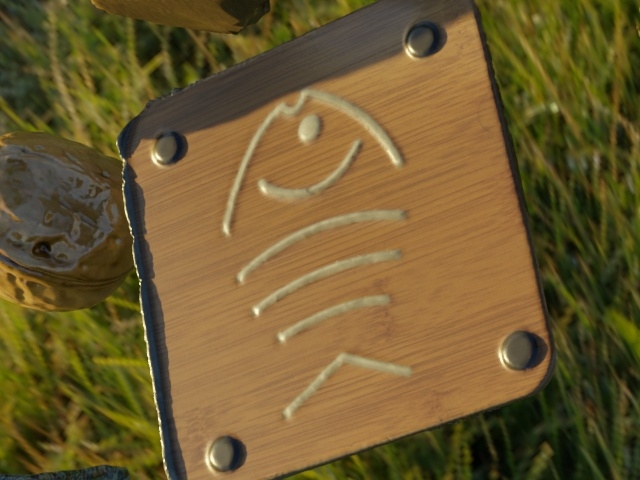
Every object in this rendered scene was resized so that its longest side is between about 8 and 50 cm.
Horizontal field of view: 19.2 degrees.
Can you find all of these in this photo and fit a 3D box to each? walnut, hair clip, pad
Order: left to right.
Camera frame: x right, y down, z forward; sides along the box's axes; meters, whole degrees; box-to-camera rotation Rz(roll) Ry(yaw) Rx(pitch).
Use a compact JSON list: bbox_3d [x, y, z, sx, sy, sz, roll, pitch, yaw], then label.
[{"bbox_3d":[-0.232,0.190,1.440,0.066,0.229,0.036,-47,52,26],"label":"hair clip"},{"bbox_3d":[-0.225,-0.016,1.523,0.180,0.144,0.144,25,75,-19],"label":"walnut"},{"bbox_3d":[0.000,0.000,1.216,0.286,0.018,0.284,-21,68,26],"label":"pad"}]

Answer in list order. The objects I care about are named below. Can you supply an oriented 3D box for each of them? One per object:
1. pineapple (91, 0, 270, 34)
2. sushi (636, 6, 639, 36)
[{"bbox_3d":[-0.028,-0.146,0.588,0.074,0.074,0.159,9,77,21],"label":"pineapple"},{"bbox_3d":[0.337,-0.167,0.966,0.352,0.294,0.178,-40,84,-13],"label":"sushi"}]
